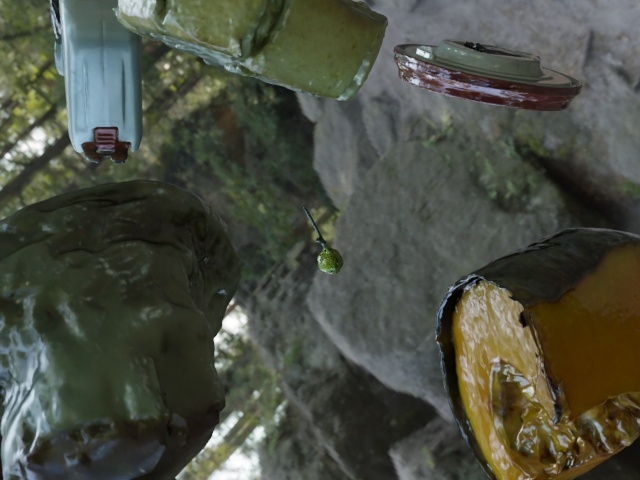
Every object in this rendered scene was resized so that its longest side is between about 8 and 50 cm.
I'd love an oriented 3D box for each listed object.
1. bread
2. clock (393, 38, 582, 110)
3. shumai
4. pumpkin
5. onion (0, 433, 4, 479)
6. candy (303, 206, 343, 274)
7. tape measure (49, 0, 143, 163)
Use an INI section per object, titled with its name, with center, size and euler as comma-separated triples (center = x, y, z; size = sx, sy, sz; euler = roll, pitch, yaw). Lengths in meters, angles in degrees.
[bread]
center = -0.032, -0.119, 0.495
size = 0.156, 0.064, 0.117
euler = 10, -165, -45
[clock]
center = 0.278, -0.288, 1.512
size = 0.318, 0.080, 0.318
euler = 8, -161, -3
[shumai]
center = -0.233, 0.148, 1.011
size = 0.323, 0.397, 0.324
euler = 54, 158, 38
[pumpkin]
center = 0.276, 0.136, 1.071
size = 0.303, 0.225, 0.256
euler = 106, 147, -50
[onion]
center = -0.508, 0.374, 1.120
size = 0.358, 0.358, 0.345
euler = 41, 172, 22
[candy]
center = 0.000, 0.000, 1.260
size = 0.035, 0.035, 0.123
euler = 13, 142, 38
[tape measure]
center = -0.320, -0.278, 1.299
size = 0.243, 0.125, 0.246
euler = 105, 157, -48
